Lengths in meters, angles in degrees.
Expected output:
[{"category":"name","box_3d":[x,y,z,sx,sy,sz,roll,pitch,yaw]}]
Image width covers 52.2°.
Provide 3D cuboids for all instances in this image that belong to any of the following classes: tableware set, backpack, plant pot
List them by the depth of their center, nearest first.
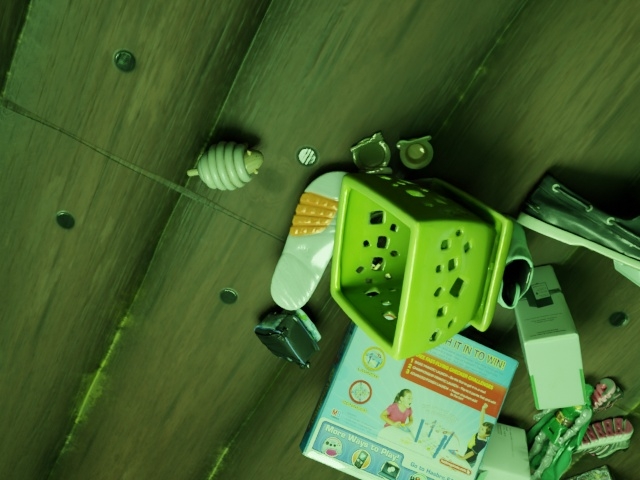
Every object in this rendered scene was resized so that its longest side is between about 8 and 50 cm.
[{"category":"plant pot","box_3d":[0.161,0.024,1.033,0.207,0.227,0.228,-7,116,-25]},{"category":"tableware set","box_3d":[0.132,-0.108,1.112,0.141,0.020,0.169,-10,118,10]},{"category":"backpack","box_3d":[-0.061,0.179,1.243,0.114,0.084,0.105,-4,127,54]}]

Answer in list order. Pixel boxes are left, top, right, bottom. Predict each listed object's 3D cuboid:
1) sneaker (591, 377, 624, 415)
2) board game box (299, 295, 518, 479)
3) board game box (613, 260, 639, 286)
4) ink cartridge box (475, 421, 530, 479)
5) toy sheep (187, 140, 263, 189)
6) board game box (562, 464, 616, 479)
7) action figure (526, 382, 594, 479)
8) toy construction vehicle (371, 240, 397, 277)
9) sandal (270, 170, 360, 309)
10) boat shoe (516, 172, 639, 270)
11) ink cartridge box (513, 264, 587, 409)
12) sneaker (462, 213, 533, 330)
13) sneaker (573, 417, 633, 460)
[{"category":"sneaker","box_3d":[0.560,0.331,1.317,0.057,0.047,0.119,27,120,-23]},{"category":"board game box","box_3d":[0.160,0.299,1.195,0.308,0.086,0.302,25,81,-4]},{"category":"board game box","box_3d":[0.721,-0.002,0.980,0.390,0.050,0.390,41,123,27]},{"category":"ink cartridge box","box_3d":[0.259,0.454,1.344,0.278,0.117,0.201,16,131,-5]},{"category":"toy sheep","box_3d":[-0.158,-0.124,1.085,0.132,0.091,0.091,-14,117,12]},{"category":"board game box","box_3d":[0.617,0.671,1.358,0.141,0.291,0.232,-28,113,18]},{"category":"action figure","box_3d":[0.477,0.378,1.311,0.063,0.137,0.232,15,112,-30]},{"category":"toy construction vehicle","box_3d":[0.126,0.041,1.187,0.098,0.035,0.086,36,116,-15]},{"category":"sandal","box_3d":[-0.010,-0.005,1.146,0.101,0.076,0.265,30,104,6]},{"category":"boat shoe","box_3d":[0.497,-0.019,1.046,0.339,0.127,0.113,24,102,25]},{"category":"ink cartridge box","box_3d":[0.391,0.163,1.139,0.086,0.208,0.153,-12,117,14]},{"category":"sneaker","box_3d":[0.278,0.092,1.138,0.094,0.151,0.256,19,120,-8]},{"category":"sneaker","box_3d":[0.561,0.422,1.353,0.170,0.063,0.075,-16,117,12]}]
